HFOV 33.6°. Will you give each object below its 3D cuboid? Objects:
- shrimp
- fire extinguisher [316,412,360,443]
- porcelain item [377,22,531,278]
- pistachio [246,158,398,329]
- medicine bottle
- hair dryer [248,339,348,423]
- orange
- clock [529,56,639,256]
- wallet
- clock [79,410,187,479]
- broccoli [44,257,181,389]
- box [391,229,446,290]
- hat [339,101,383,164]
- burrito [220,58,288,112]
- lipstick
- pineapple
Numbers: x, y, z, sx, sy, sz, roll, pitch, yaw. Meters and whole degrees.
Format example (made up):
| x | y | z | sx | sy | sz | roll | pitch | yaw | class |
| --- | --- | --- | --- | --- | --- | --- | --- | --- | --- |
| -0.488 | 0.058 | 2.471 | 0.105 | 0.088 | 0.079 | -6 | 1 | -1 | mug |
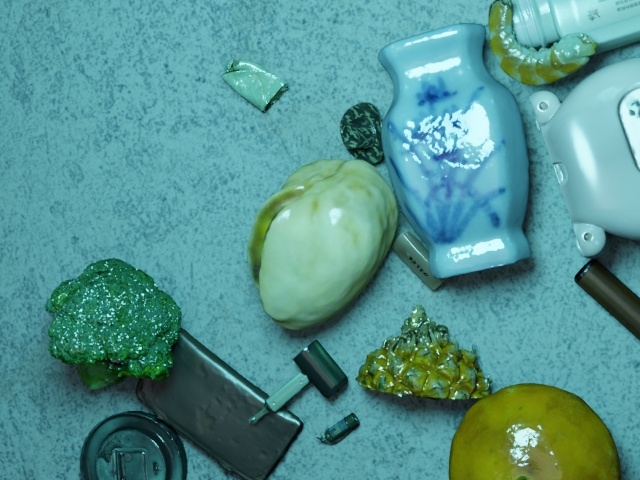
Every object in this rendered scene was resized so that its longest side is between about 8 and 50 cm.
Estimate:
| x | y | z | sx | sy | sz | roll | pitch | yaw | class |
| --- | --- | --- | --- | --- | --- | --- | --- | --- | --- |
| 0.351 | -0.334 | 1.707 | 0.161 | 0.049 | 0.166 | -21 | 100 | 32 | shrimp |
| 0.034 | 0.351 | 1.947 | 0.083 | 0.025 | 0.038 | -36 | 106 | 14 | fire extinguisher |
| 0.228 | -0.148 | 1.792 | 0.242 | 0.178 | 0.405 | -13 | 88 | 15 | porcelain item |
| 0.000 | 0.000 | 1.844 | 0.238 | 0.229 | 0.321 | 25 | 109 | -22 | pistachio |
| 0.472 | -0.409 | 1.744 | 0.324 | 0.124 | 0.179 | -15 | 81 | 17 | medicine bottle |
| -0.052 | 0.279 | 1.940 | 0.197 | 0.057 | 0.100 | -39 | 82 | 5 | hair dryer |
| 0.352 | 0.379 | 1.762 | 0.284 | 0.226 | 0.284 | -1 | 85 | 16 | orange |
| 0.536 | -0.151 | 1.711 | 0.325 | 0.184 | 0.342 | -18 | 87 | 13 | clock |
| -0.194 | 0.315 | 1.998 | 0.309 | 0.042 | 0.165 | 35 | 99 | 10 | wallet |
| -0.359 | 0.435 | 2.049 | 0.215 | 0.042 | 0.215 | 1 | 92 | 15 | clock |
| -0.392 | 0.167 | 1.973 | 0.254 | 0.269 | 0.269 | 19 | 98 | -11 | broccoli |
| 0.176 | 0.036 | 1.883 | 0.115 | 0.025 | 0.048 | 47 | 142 | 7 | box |
| 0.066 | -0.190 | 1.884 | 0.121 | 0.050 | 0.121 | 12 | 107 | 48 | hat |
| -0.123 | -0.293 | 1.949 | 0.118 | 0.044 | 0.074 | 38 | 104 | 8 | burrito |
| 0.574 | 0.167 | 1.776 | 0.356 | 0.057 | 0.057 | 44 | 102 | 10 | lipstick |
| 0.177 | 0.201 | 1.847 | 0.249 | 0.140 | 0.164 | 12 | 94 | 17 | pineapple |
